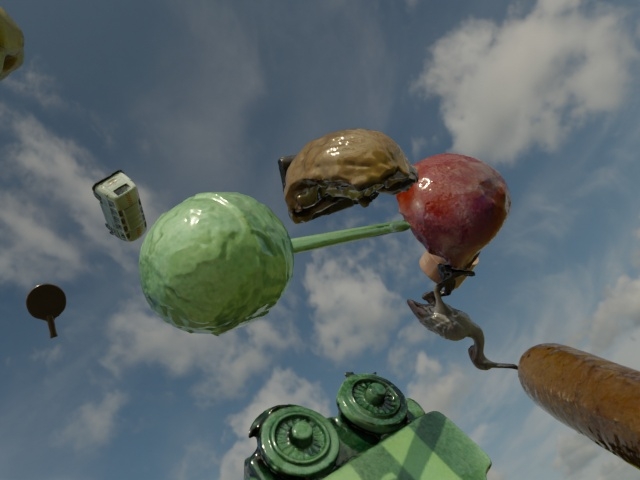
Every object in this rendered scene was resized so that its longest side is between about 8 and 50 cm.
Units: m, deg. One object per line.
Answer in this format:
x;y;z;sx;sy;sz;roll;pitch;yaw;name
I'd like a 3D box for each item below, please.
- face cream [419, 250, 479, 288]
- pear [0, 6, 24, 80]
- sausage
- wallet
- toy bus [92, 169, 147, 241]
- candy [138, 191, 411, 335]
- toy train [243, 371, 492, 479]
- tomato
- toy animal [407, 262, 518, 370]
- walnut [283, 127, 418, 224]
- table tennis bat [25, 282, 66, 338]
0.392;0.062;1.402;0.149;0.149;0.104;2;-50;-35;face cream
-0.698;-0.396;0.895;0.199;0.200;0.200;-19;-45;-20;pear
0.435;0.242;0.632;0.136;0.501;0.123;20;-93;-9;sausage
0.036;-0.152;1.144;0.309;0.042;0.165;-20;-75;-37;wallet
-0.492;-0.075;1.145;0.087;0.089;0.194;-44;-22;-35;toy bus
0.000;0.000;0.509;0.439;0.119;0.119;-12;-43;-56;candy
0.046;0.298;0.544;0.299;0.238;0.167;-13;-54;-35;toy train
0.352;-0.111;1.172;0.335;0.289;0.176;-48;-3;-39;tomato
0.358;0.220;1.206;0.195;0.324;0.090;-25;-8;18;toy animal
0.046;-0.126;0.798;0.238;0.141;0.204;-16;-3;-5;walnut
-0.810;0.211;1.369;0.107;0.119;0.170;-13;-89;-34;table tennis bat
